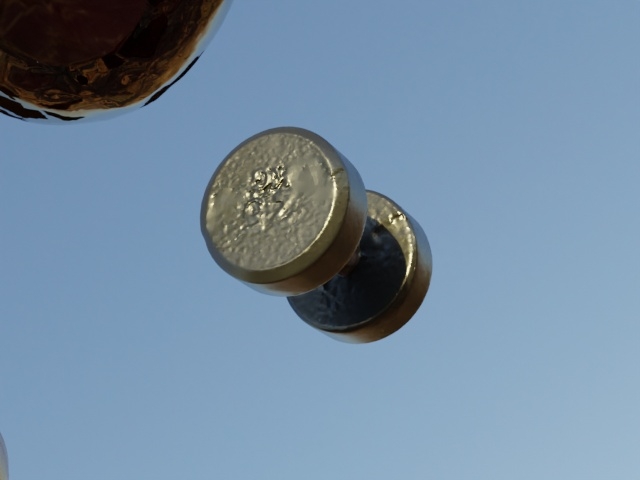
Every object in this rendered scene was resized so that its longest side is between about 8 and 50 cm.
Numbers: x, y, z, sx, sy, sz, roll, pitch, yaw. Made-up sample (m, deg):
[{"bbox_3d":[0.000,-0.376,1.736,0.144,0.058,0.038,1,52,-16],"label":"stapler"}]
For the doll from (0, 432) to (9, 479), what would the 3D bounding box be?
[{"bbox_3d":[-0.359,0.221,1.008,0.269,0.166,0.162,-36,-56,-9],"label":"doll"}]

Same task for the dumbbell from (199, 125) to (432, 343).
[{"bbox_3d":[0.000,0.000,1.227,0.152,0.152,0.218,-39,-32,9],"label":"dumbbell"}]

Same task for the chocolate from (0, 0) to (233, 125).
[{"bbox_3d":[-0.107,-0.134,0.551,0.176,0.177,0.177,-21,-36,-16],"label":"chocolate"}]
